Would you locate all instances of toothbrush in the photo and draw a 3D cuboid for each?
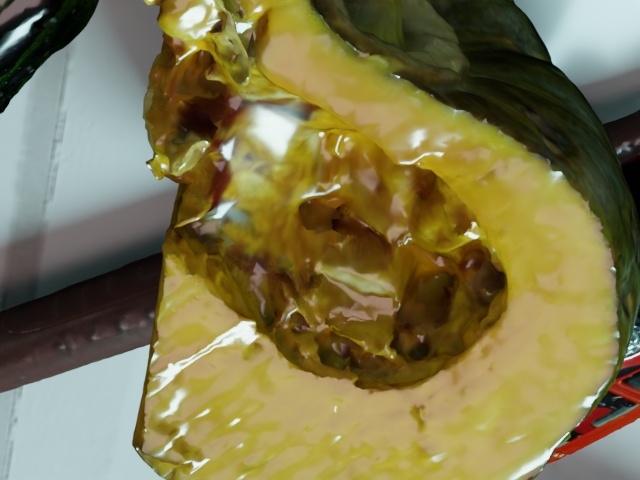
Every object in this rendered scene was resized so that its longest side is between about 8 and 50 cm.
[{"bbox_3d":[0.000,0.001,0.730,0.364,0.041,0.041,-19,132,19],"label":"toothbrush"}]

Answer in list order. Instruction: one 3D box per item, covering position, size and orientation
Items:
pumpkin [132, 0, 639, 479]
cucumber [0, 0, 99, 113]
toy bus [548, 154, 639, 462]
[{"bbox_3d":[-0.022,-0.031,0.602,0.190,0.139,0.280,-36,114,24],"label":"pumpkin"},{"bbox_3d":[-0.163,-0.053,0.664,0.074,0.074,0.241,32,126,-27],"label":"cucumber"},{"bbox_3d":[0.089,0.046,0.748,0.195,0.081,0.089,-33,135,30],"label":"toy bus"}]
